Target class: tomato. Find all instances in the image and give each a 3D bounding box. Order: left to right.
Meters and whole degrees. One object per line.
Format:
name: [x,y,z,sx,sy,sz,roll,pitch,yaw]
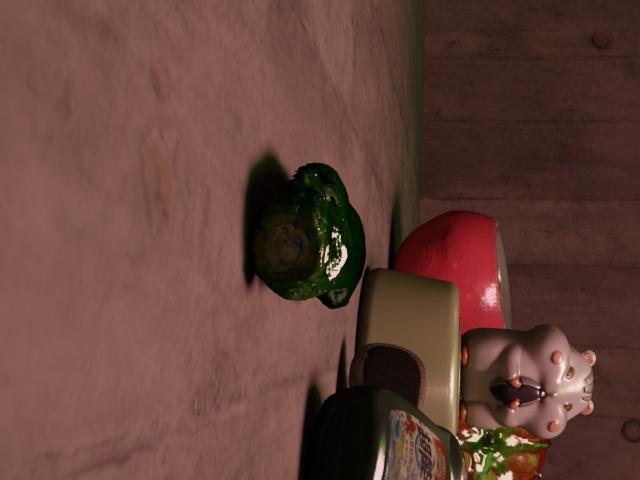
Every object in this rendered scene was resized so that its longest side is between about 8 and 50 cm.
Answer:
tomato: [0.244,0.332,1.538,0.239,0.304,0.303,-177,-91,-71]

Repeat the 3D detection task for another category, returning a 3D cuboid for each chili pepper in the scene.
chili pepper: [0.002,0.000,0.611,0.224,0.061,0.098,19,66,-79]

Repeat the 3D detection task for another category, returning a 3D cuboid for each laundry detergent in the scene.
laundry detergent: [0.079,0.224,0.798,0.222,0.078,0.144,37,53,-44]

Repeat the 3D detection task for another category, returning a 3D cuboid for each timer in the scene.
timer: [0.216,0.188,1.205,0.291,0.315,0.290,2,90,-80]

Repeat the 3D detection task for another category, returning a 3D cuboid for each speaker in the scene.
speaker: [0.265,0.086,1.666,0.294,0.294,0.294,2,90,-81]

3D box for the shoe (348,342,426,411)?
shoe: [0.060,0.225,0.939,0.112,0.099,0.227,102,0,-55]
